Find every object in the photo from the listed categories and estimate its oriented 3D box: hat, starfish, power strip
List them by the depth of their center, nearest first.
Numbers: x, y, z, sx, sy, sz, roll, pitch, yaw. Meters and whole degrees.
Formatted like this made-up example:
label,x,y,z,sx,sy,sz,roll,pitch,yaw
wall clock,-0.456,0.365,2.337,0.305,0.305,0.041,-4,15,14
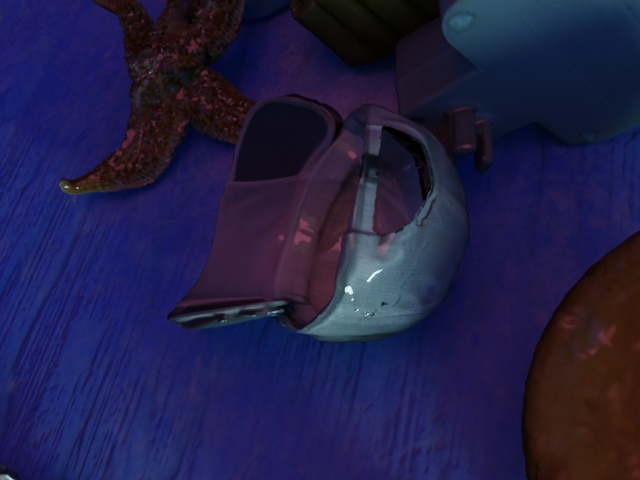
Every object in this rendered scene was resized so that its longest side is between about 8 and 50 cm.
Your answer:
label,x,y,z,sx,sy,sz,roll,pitch,yaw
power strip,0.181,-0.146,0.516,0.261,0.229,0.141,-23,54,42
hat,-0.008,0.000,0.531,0.275,0.161,0.232,-12,46,35
starfish,-0.138,-0.210,0.685,0.301,0.084,0.294,-11,70,13

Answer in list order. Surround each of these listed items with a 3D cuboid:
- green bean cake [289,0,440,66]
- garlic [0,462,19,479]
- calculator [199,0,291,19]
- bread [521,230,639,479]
label,x,y,z,sx,sy,sz,roll,pitch,yaw
green bean cake,0.093,-0.306,0.629,0.229,0.131,0.224,-10,54,50
garlic,-0.266,0.308,0.438,0.278,0.132,0.325,-8,59,11
calculator,-0.035,-0.430,0.809,0.386,0.054,0.256,-45,63,-6
bread,0.257,0.120,0.350,0.312,0.172,0.312,-26,45,29
